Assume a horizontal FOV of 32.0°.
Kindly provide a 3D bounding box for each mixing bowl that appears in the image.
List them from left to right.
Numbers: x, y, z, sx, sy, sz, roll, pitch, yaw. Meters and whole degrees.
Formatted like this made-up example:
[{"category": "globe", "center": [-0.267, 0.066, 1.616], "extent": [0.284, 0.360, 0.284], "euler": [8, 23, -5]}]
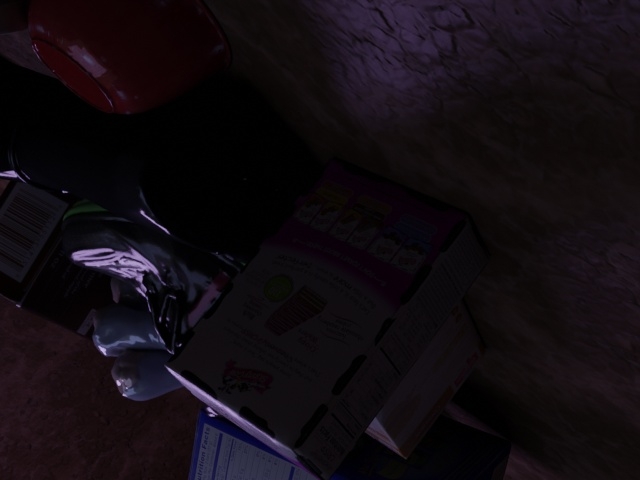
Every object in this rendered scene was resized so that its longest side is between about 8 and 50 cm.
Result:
[{"category": "mixing bowl", "center": [-0.175, -0.171, 0.929], "extent": [0.181, 0.098, 0.181], "euler": [36, 166, 10]}]

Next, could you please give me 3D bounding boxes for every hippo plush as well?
[{"category": "hippo plush", "center": [-0.187, 0.103, 1.510], "extent": [0.294, 0.234, 0.236], "euler": [49, 160, 16]}]

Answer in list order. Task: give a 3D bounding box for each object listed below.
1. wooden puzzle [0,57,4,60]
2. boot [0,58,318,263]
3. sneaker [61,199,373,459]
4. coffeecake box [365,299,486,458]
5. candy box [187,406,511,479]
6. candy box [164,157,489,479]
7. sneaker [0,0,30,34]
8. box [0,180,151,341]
[{"category": "wooden puzzle", "center": [-0.486, -0.183, 1.673], "extent": [0.322, 0.080, 0.348], "euler": [33, 164, 21]}, {"category": "boot", "center": [-0.257, -0.085, 1.076], "extent": [0.367, 0.146, 0.445], "euler": [2, -163, -39]}, {"category": "sneaker", "center": [-0.119, 0.093, 1.290], "extent": [0.483, 0.202, 0.185], "euler": [27, 172, 18]}, {"category": "coffeecake box", "center": [0.076, 0.107, 1.077], "extent": [0.068, 0.142, 0.185], "euler": [29, 163, 34]}, {"category": "candy box", "center": [0.039, 0.279, 1.384], "extent": [0.317, 0.122, 0.268], "euler": [21, -163, 25]}, {"category": "candy box", "center": [0.007, 0.059, 0.919], "extent": [0.159, 0.233, 0.071], "euler": [27, 161, 40]}, {"category": "sneaker", "center": [-0.319, -0.265, 1.014], "extent": [0.302, 0.108, 0.121], "euler": [-141, 45, -61]}, {"category": "box", "center": [-0.349, 0.045, 1.688], "extent": [0.143, 0.191, 0.381], "euler": [27, 173, 24]}]
